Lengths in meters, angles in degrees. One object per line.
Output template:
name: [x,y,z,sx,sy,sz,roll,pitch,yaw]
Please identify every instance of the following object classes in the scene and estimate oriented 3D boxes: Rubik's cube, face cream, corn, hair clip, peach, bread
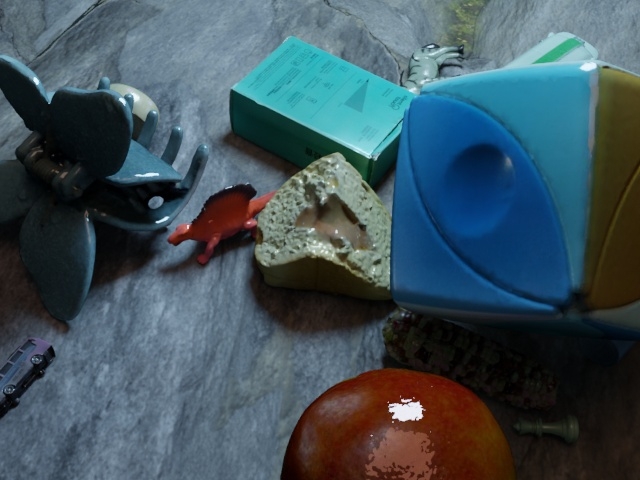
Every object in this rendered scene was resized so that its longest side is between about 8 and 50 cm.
Rubik's cube: [0.332,-0.041,1.320,0.347,0.351,0.352,12,80,-42]
face cream: [0.522,0.105,1.505,0.077,0.077,0.250,38,55,23]
corn: [0.228,0.180,1.406,0.280,0.092,0.092,21,51,7]
hair clip: [-0.377,-0.125,1.486,0.318,0.392,0.238,33,29,23]
peach: [0.095,0.328,1.139,0.307,0.308,0.332,15,55,7]
bread: [0.002,0.007,1.535,0.211,0.224,0.184,-20,48,33]

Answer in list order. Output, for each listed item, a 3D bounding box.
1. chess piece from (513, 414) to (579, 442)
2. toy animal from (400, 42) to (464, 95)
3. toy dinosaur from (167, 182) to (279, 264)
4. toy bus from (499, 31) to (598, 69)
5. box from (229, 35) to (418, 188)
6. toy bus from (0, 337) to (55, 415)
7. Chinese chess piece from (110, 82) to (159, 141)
chess piece: [0.335,0.280,1.365,0.093,0.042,0.042,2,50,2]
toy animal: [0.203,-0.333,1.848,0.176,0.073,0.217,1,44,14]
toy dinosaur: [-0.128,-0.063,1.537,0.286,0.139,0.070,-25,57,-25]
toy bus: [0.422,-0.290,1.771,0.133,0.165,0.276,40,57,23]
box: [0.010,-0.233,1.710,0.311,0.118,0.205,27,55,17]
toy bus: [-0.449,0.201,1.350,0.052,0.037,0.131,22,52,18]
Chinese chess piece: [-0.354,-0.232,1.667,0.122,0.122,0.051,16,64,8]
